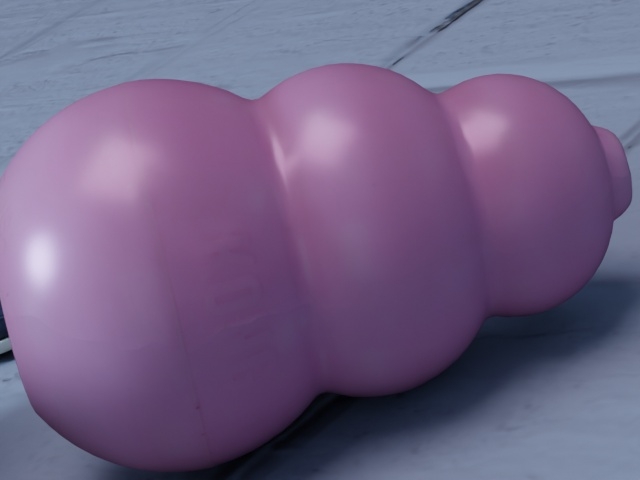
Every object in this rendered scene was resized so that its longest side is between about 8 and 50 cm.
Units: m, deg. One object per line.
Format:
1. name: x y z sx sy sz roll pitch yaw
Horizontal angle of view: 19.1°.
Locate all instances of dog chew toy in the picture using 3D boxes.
1. dog chew toy: 0.000 0.000 1.003 0.332 0.206 0.206 -13 20 -4

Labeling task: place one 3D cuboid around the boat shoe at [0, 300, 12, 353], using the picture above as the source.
1. boat shoe: -0.185 0.022 1.272 0.254 0.079 0.095 -15 21 14
